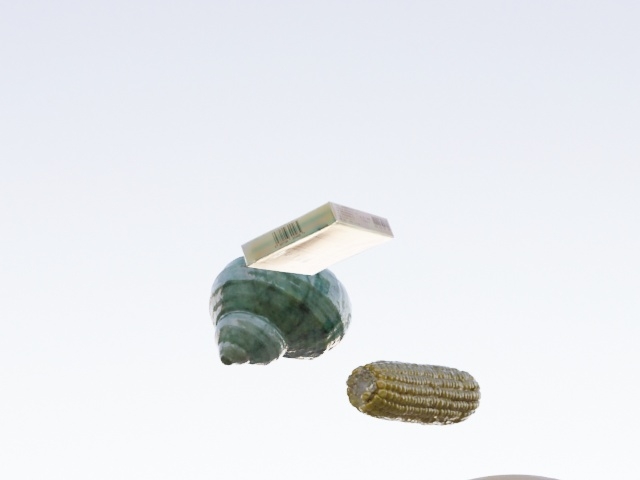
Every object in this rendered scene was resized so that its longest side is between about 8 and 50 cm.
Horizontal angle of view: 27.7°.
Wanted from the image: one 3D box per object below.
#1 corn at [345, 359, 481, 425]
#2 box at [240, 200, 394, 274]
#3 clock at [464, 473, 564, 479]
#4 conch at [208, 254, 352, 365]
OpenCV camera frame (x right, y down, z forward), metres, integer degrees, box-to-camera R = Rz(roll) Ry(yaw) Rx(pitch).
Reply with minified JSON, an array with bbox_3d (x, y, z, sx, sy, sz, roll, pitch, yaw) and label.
[{"bbox_3d":[0.120,0.192,1.626,0.080,0.080,0.238,-24,-23,38],"label":"corn"},{"bbox_3d":[0.000,0.000,0.733,0.058,0.015,0.093,-26,-15,18],"label":"box"},{"bbox_3d":[0.137,0.296,0.737,0.244,0.317,0.200,-28,6,4],"label":"clock"},{"bbox_3d":[-0.050,0.090,1.607,0.188,0.122,0.176,-20,-55,-12],"label":"conch"}]
